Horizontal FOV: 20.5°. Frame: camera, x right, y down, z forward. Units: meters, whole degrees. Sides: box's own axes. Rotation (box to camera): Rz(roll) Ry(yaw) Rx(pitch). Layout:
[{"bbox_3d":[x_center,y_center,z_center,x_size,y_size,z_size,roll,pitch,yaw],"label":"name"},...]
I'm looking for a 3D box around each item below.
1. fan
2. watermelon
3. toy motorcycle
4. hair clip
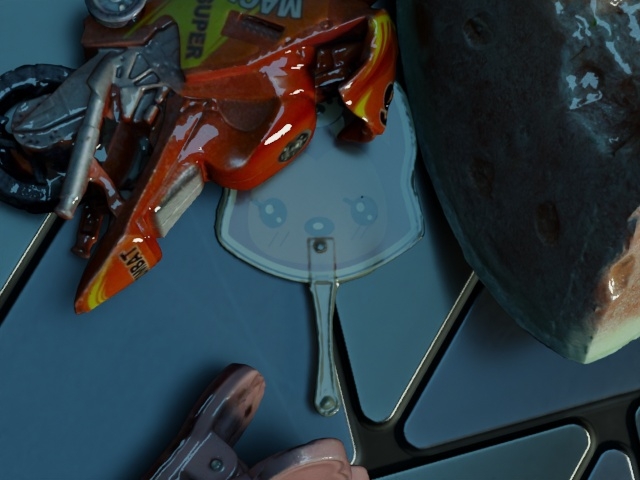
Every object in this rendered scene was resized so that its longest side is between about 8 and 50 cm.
[{"bbox_3d":[0.000,0.000,1.107,0.132,0.009,0.220,-3,87,-3],"label":"fan"},{"bbox_3d":[0.169,-0.097,1.056,0.148,0.226,0.318,-17,89,-27],"label":"watermelon"},{"bbox_3d":[-0.062,-0.095,1.057,0.298,0.089,0.171,-36,81,-10],"label":"toy motorcycle"},{"bbox_3d":[-0.050,0.154,1.048,0.102,0.123,0.138,34,74,20],"label":"hair clip"}]
